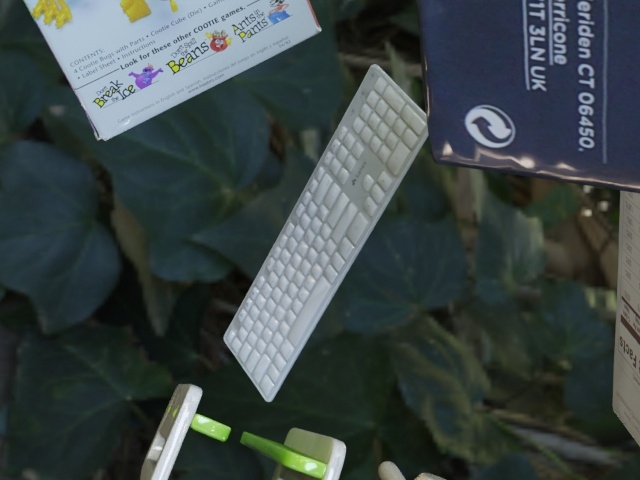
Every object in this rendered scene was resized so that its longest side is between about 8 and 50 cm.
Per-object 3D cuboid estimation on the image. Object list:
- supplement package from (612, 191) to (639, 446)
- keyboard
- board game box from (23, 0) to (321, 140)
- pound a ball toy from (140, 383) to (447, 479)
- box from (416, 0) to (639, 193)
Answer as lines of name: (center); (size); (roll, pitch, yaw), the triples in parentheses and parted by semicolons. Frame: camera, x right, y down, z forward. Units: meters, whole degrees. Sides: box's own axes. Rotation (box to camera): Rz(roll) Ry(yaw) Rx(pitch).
supplement package: (0.269, 0.036, 0.487); (0.204, 0.261, 0.145); (-107, -166, -72)
keyboard: (0.000, 0.000, 0.914); (0.014, 0.072, 0.256); (5, 126, -38)
board game box: (-0.128, -0.221, 0.696); (0.275, 0.144, 0.142); (66, -5, -37)
pound a ball toy: (-0.037, 0.210, 1.007); (0.319, 0.208, 0.136); (148, -37, -79)
box: (0.212, -0.142, 0.368); (0.296, 0.294, 0.183); (-52, 143, -44)
